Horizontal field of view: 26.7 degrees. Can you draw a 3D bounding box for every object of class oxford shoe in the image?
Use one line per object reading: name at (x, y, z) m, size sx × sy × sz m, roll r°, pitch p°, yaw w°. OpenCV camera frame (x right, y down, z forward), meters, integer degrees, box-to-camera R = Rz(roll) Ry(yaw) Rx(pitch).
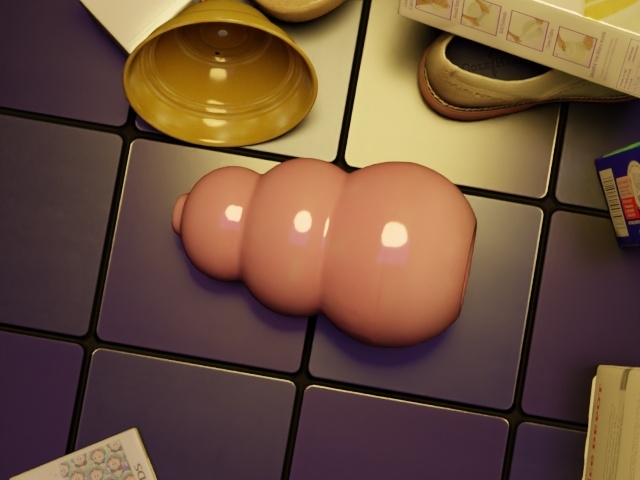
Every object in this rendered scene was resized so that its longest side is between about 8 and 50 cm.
oxford shoe at (0.310, -0.226, 1.521) m, size 0.397 × 0.146 × 0.140 m, roll -18°, pitch 85°, yaw -2°

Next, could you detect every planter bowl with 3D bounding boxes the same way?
planter bowl at (-0.111, -0.205, 1.519) m, size 0.217 × 0.217 × 0.090 m, roll 0°, pitch 55°, yaw 0°

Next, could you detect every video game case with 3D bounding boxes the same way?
video game case at (-0.258, 0.310, 1.545) m, size 0.157 × 0.019 × 0.143 m, roll -22°, pitch 86°, yaw -1°

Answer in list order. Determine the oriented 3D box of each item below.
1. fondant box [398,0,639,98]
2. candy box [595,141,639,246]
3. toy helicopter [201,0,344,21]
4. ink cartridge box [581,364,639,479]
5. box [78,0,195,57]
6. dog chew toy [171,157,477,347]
fondant box at (0.278, -0.297, 1.420) m, size 0.330 × 0.096 × 0.238 m, roll 21°, pitch 61°, yaw 13°
candy box at (0.488, -0.088, 1.451) m, size 0.317 × 0.268 × 0.122 m, roll -14°, pitch 90°, yaw -2°
toy helicopter at (-0.079, -0.409, 1.564) m, size 0.235 × 0.140 × 0.355 m, roll -28°, pitch 76°, yaw 7°
ink cartridge box at (0.371, 0.239, 1.420) m, size 0.117 × 0.283 × 0.207 m, roll 7°, pitch 86°, yaw -3°
box at (-0.210, -0.273, 1.553) m, size 0.101 × 0.087 × 0.102 m, roll -42°, pitch 87°, yaw -3°
dog chew toy at (0.000, 0.000, 1.487) m, size 0.331 × 0.206 × 0.207 m, roll 11°, pitch 86°, yaw 9°
